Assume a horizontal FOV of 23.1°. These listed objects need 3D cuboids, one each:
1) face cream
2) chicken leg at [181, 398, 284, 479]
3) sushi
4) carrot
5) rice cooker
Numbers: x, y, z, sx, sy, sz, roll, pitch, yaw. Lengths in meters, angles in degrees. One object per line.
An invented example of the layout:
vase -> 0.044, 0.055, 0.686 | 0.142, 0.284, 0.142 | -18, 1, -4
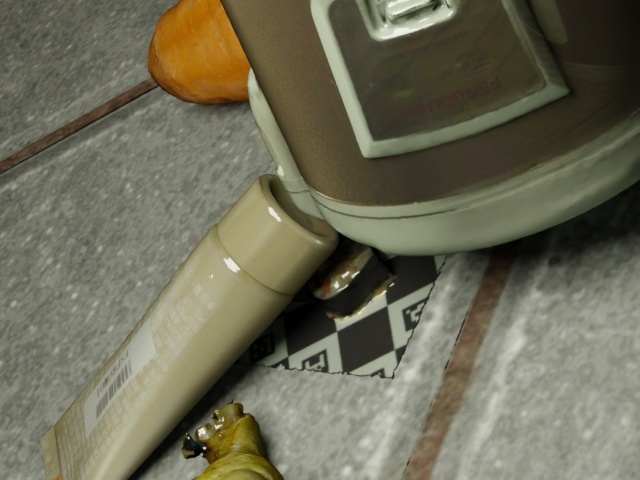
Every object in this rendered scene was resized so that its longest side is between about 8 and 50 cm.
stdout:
face cream -> -0.121, 0.094, 1.252 | 0.341, 0.084, 0.137 | -48, 35, 19
chicken leg -> -0.059, 0.194, 1.111 | 0.088, 0.103, 0.227 | -32, 18, 5
sushi -> 0.000, 0.000, 1.275 | 0.231, 0.047, 0.219 | 1, 55, 42
carrot -> -0.076, -0.186, 1.453 | 0.225, 0.159, 0.159 | -23, 41, 39
rice cooker -> 0.096, -0.163, 1.116 | 0.335, 0.325, 0.335 | -20, 26, 10
